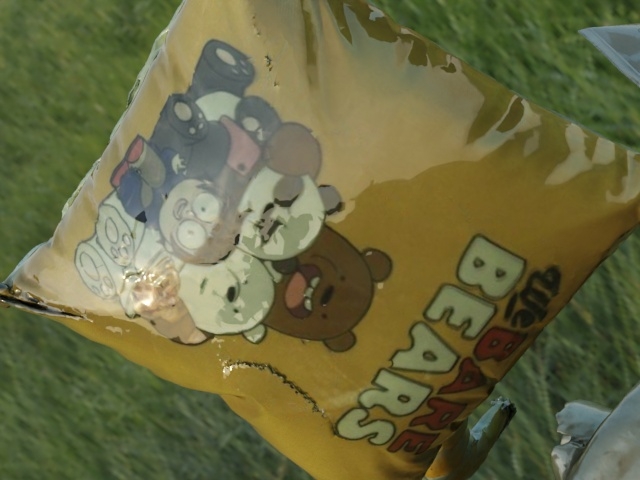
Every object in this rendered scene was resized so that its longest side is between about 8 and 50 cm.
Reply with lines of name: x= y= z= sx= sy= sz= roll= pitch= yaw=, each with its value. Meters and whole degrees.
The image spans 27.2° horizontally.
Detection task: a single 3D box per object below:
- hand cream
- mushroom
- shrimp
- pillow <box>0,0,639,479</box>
hand cream: x=0.266 y=-0.120 z=0.863 sx=0.087 sy=0.186 sz=0.054 roll=56 pitch=144 yaw=43
mushroom: x=0.283 y=0.197 z=1.128 sx=0.178 sy=0.226 sz=0.226 roll=32 pitch=81 yaw=39
shrimp: x=0.140 y=0.147 z=1.223 sx=0.049 sy=0.161 sz=0.166 roll=14 pitch=18 yaw=37
pillow: x=0.000 y=0.000 z=0.794 sx=0.310 sy=0.312 sz=0.119 roll=-55 pitch=8 yaw=21
